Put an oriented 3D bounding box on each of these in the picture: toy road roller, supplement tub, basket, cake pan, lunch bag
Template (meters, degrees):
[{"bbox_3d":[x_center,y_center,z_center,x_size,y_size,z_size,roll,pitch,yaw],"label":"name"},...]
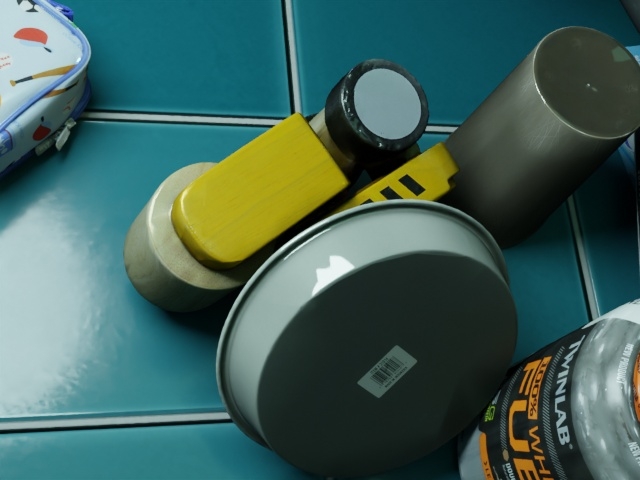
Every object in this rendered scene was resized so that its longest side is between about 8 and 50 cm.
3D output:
[{"bbox_3d":[0.000,0.000,0.849,0.329,0.202,0.240,-34,91,-26],"label":"toy road roller"},{"bbox_3d":[0.274,0.173,0.769,0.207,0.338,0.207,5,67,-13],"label":"supplement tub"},{"bbox_3d":[0.235,-0.112,0.936,0.154,0.227,0.204,40,65,4],"label":"basket"},{"bbox_3d":[0.054,0.103,0.781,0.293,0.293,0.054,-9,33,-18],"label":"cake pan"},{"bbox_3d":[-0.386,-0.190,0.869,0.303,0.115,0.243,39,62,4],"label":"lunch bag"}]

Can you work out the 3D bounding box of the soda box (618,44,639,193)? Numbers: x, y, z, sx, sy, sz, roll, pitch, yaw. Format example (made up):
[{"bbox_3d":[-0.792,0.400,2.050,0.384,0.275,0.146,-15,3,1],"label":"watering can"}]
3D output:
[{"bbox_3d":[0.416,-0.138,1.083,0.071,0.067,0.210,-9,71,-18],"label":"soda box"}]

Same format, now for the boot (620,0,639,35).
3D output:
[{"bbox_3d":[0.344,-0.264,0.911,0.367,0.146,0.445,-8,71,-45],"label":"boot"}]

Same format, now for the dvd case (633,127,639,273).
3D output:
[{"bbox_3d":[0.449,-0.028,0.996,0.179,0.029,0.238,10,69,-12],"label":"dvd case"}]
